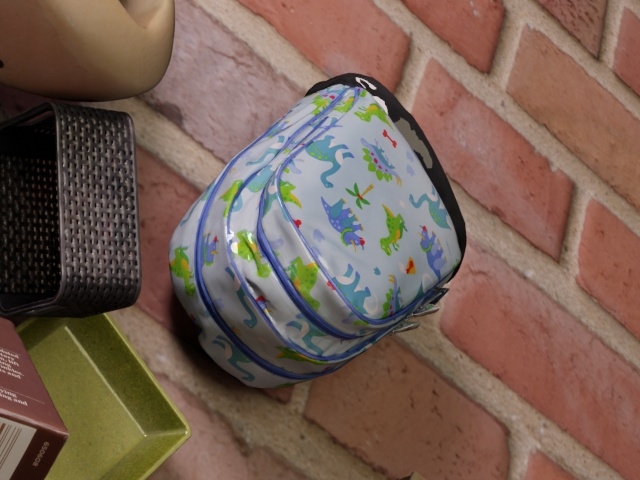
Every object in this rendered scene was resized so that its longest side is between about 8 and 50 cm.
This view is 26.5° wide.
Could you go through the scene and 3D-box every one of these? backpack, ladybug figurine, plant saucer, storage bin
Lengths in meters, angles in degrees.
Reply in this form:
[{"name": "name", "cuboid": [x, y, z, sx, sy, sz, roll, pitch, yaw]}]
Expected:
[{"name": "backpack", "cuboid": [0.000, 0.000, 1.446, 0.355, 0.273, 0.290, -33, 99, -34]}, {"name": "ladybug figurine", "cuboid": [-0.263, -0.271, 1.301, 0.449, 0.162, 0.305, -80, 146, -71]}, {"name": "plant saucer", "cuboid": [-0.238, 0.162, 1.263, 0.188, 0.045, 0.188, 55, 44, -6]}, {"name": "storage bin", "cuboid": [-0.231, -0.025, 1.225, 0.084, 0.122, 0.180, 5, 77, -41]}]

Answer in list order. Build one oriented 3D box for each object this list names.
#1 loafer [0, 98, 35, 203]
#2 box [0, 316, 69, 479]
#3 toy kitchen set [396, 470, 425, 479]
[{"name": "loafer", "cuboid": [-0.378, -0.168, 1.255, 0.319, 0.111, 0.112, 48, 45, -13]}, {"name": "box", "cuboid": [-0.323, 0.146, 1.040, 0.168, 0.167, 0.203, 25, 9, -31]}, {"name": "toy kitchen set", "cuboid": [0.081, 0.274, 1.482, 0.075, 0.068, 0.083, 43, 46, -18]}]
